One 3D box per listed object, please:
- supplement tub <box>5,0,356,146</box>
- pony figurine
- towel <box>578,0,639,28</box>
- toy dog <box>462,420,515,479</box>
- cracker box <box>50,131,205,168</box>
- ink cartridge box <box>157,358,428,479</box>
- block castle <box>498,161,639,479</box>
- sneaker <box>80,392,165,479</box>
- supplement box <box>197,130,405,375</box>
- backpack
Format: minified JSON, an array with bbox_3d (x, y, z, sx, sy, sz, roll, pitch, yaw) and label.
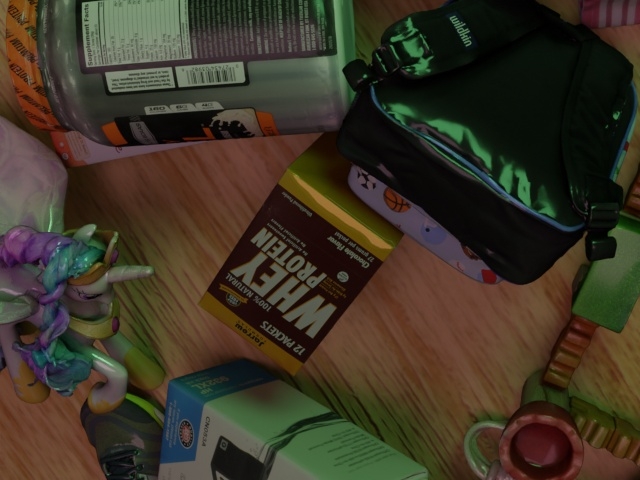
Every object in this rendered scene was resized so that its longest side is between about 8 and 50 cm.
[{"bbox_3d":[-0.128,-0.192,0.990,0.316,0.193,0.193,-3,107,7],"label":"supplement tub"},{"bbox_3d":[-0.340,0.050,1.147,0.351,0.303,0.363,22,147,8],"label":"pony figurine"},{"bbox_3d":[0.342,-0.226,0.946,0.197,0.144,0.029,1,85,15],"label":"towel"},{"bbox_3d":[0.285,0.365,1.153,0.334,0.220,0.161,17,143,17],"label":"toy dog"},{"bbox_3d":[-0.206,-0.179,1.153,0.232,0.067,0.155,-9,105,17],"label":"cracker box"},{"bbox_3d":[-0.046,0.305,1.161,0.307,0.129,0.223,24,112,40],"label":"ink cartridge box"},{"bbox_3d":[0.393,0.082,0.986,0.303,0.213,0.453,23,109,7],"label":"block castle"},{"bbox_3d":[-0.228,0.332,1.300,0.111,0.121,0.300,-21,101,20],"label":"sneaker"},{"bbox_3d":[0.000,0.000,1.078,0.129,0.191,0.194,37,121,1],"label":"supplement box"},{"bbox_3d":[0.170,-0.108,0.967,0.276,0.263,0.213,39,147,1],"label":"backpack"}]
